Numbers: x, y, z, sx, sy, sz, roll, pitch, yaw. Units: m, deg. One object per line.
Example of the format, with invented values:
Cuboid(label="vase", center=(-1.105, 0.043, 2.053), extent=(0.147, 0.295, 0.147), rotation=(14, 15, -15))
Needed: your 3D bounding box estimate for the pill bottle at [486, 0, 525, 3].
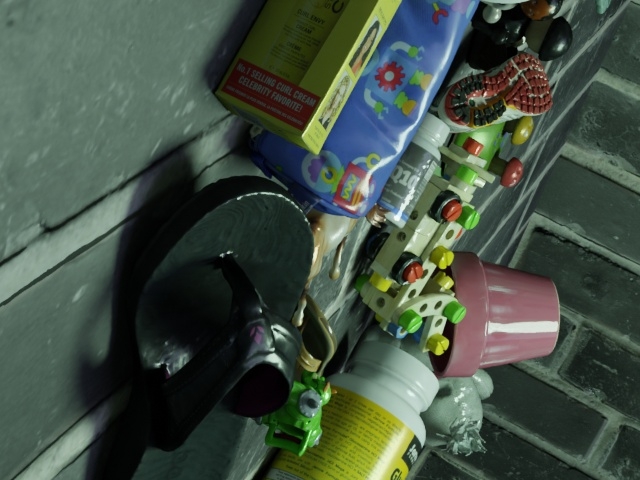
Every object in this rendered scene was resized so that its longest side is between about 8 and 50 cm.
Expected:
Cuboid(label="pill bottle", center=(0.187, -0.363, 1.105), extent=(0.162, 0.162, 0.278), rotation=(-54, 165, -32))

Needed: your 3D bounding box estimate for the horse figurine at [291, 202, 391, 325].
Cuboid(label="horse figurine", center=(0.000, 0.000, 1.321), extent=(0.263, 0.066, 0.174), rotation=(-50, 162, -42))

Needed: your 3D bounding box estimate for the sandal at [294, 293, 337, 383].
Cuboid(label="sandal", center=(-0.023, 0.137, 1.533), extent=(0.049, 0.072, 0.180), rotation=(-29, 155, -28))

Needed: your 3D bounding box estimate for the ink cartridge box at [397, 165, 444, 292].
Cuboid(label="ink cartridge box", center=(0.161, -0.001, 1.953), extent=(0.235, 0.056, 0.171), rotation=(-61, 167, 3))

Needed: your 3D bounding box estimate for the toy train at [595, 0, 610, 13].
Cuboid(label="toy train", center=(0.380, -0.442, 1.744), extent=(0.334, 0.142, 0.190), rotation=(-9, 116, -74))

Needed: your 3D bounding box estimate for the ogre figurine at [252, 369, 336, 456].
Cuboid(label="ogre figurine", center=(-0.051, 0.182, 1.377), extent=(0.097, 0.118, 0.197), rotation=(-50, 163, -41))

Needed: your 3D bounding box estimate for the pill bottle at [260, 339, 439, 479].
Cuboid(label="pill bottle", center=(0.043, 0.327, 1.858), extent=(0.334, 0.188, 0.188), rotation=(-57, 166, -21))

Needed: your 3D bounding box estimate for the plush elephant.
Cuboid(label="plush elephant", center=(0.180, 0.222, 2.121), extent=(0.330, 0.272, 0.255), rotation=(-174, -106, -71))

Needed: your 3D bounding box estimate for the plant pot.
Cuboid(label="plant pot", center=(0.277, 0.120, 1.944), extent=(0.201, 0.180, 0.201), rotation=(-178, -90, -81))

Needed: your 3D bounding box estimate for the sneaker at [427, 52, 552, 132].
Cuboid(label="sneaker", center=(0.231, -0.199, 1.663), extent=(0.225, 0.088, 0.092), rotation=(-15, 180, -38))

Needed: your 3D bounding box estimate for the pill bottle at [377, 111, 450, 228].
Cuboid(label="pill bottle", center=(0.098, -0.091, 1.484), extent=(0.137, 0.078, 0.078), rotation=(-62, 167, -4))

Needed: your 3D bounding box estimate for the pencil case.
Cuboid(label="pencil case", center=(0.044, -0.166, 1.058), extent=(0.306, 0.133, 0.119), rotation=(-63, -151, 4))

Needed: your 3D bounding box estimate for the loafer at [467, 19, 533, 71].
Cuboid(label="loafer", center=(0.265, -0.311, 1.668), extent=(0.080, 0.078, 0.220), rotation=(-55, 165, -29))

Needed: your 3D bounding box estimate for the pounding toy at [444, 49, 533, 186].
Cuboid(label="pounding toy", center=(0.302, -0.177, 1.988), extent=(0.237, 0.110, 0.183), rotation=(-54, 162, -32))

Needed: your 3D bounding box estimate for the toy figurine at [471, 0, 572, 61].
Cuboid(label="toy figurine", center=(0.264, -0.340, 1.462), extent=(0.213, 0.148, 0.209), rotation=(-61, 167, -2))

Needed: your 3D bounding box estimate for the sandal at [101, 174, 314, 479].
Cuboid(label="sandal", center=(-0.085, 0.129, 1.055), extent=(0.167, 0.107, 0.446), rotation=(-17, 141, -32))

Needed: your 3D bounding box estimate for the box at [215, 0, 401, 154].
Cuboid(label="box", center=(0.012, -0.190, 0.957), extent=(0.232, 0.087, 0.058), rotation=(-60, 164, -4))

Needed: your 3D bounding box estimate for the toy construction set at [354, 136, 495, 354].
Cuboid(label="toy construction set", center=(0.166, 0.001, 1.762), extent=(0.215, 0.151, 0.328), rotation=(18, 92, -52))
